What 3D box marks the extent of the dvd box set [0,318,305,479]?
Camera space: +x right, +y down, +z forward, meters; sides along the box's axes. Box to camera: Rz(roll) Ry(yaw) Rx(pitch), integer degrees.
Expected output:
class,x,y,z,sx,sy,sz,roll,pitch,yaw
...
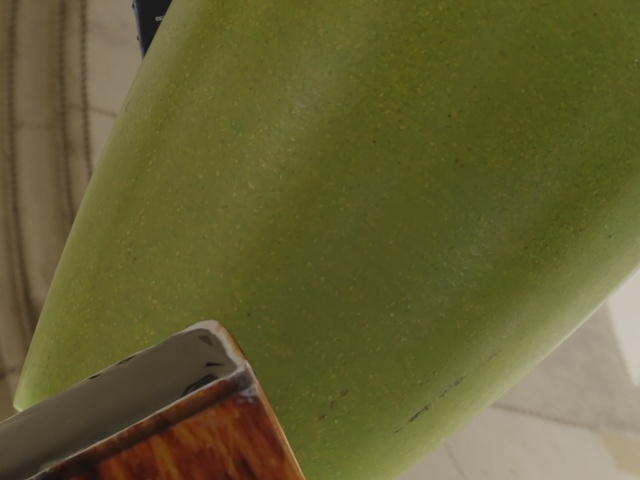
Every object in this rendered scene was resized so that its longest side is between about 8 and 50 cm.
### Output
class,x,y,z,sx,sy,sz,roll,pitch,yaw
dvd box set,-0.070,0.273,0.445,0.307,0.062,0.420,-26,-77,-8

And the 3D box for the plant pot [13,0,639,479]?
class,x,y,z,sx,sy,sz,roll,pitch,yaw
plant pot,0.000,0.000,0.856,0.293,0.275,0.275,-53,-51,-10

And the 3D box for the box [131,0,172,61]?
class,x,y,z,sx,sy,sz,roll,pitch,yaw
box,-0.043,-0.103,1.306,0.153,0.108,0.207,-6,-80,2
